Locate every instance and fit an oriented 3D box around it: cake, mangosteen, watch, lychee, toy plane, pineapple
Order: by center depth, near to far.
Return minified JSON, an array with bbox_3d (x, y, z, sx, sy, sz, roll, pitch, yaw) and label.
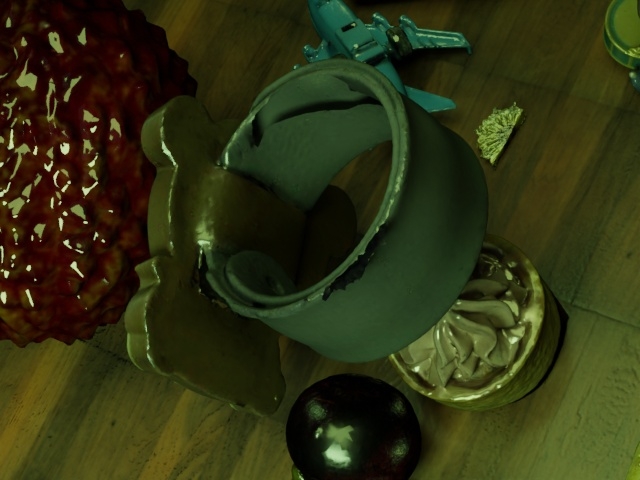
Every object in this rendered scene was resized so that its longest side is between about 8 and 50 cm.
[{"bbox_3d":[0.000,0.000,1.539,0.326,0.314,0.335,-8,61,41],"label":"watch"},{"bbox_3d":[0.158,0.074,1.621,0.185,0.178,0.208,23,72,29],"label":"cake"},{"bbox_3d":[0.034,0.222,1.621,0.152,0.152,0.153,-8,63,16],"label":"mangosteen"},{"bbox_3d":[-0.337,-0.122,1.755,0.424,0.424,0.500,-13,67,14],"label":"lychee"},{"bbox_3d":[0.211,-0.131,1.791,0.045,0.019,0.083,29,80,26],"label":"pineapple"},{"bbox_3d":[0.049,-0.230,1.856,0.254,0.105,0.271,-27,62,-10],"label":"toy plane"}]

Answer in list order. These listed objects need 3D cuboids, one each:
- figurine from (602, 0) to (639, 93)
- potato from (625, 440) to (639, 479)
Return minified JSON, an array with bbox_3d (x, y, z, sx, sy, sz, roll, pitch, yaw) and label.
[{"bbox_3d":[0.401,-0.267,1.646,0.158,0.275,0.161,20,71,10],"label":"figurine"},{"bbox_3d":[0.375,0.227,1.521,0.107,0.080,0.170,35,79,17],"label":"potato"}]
